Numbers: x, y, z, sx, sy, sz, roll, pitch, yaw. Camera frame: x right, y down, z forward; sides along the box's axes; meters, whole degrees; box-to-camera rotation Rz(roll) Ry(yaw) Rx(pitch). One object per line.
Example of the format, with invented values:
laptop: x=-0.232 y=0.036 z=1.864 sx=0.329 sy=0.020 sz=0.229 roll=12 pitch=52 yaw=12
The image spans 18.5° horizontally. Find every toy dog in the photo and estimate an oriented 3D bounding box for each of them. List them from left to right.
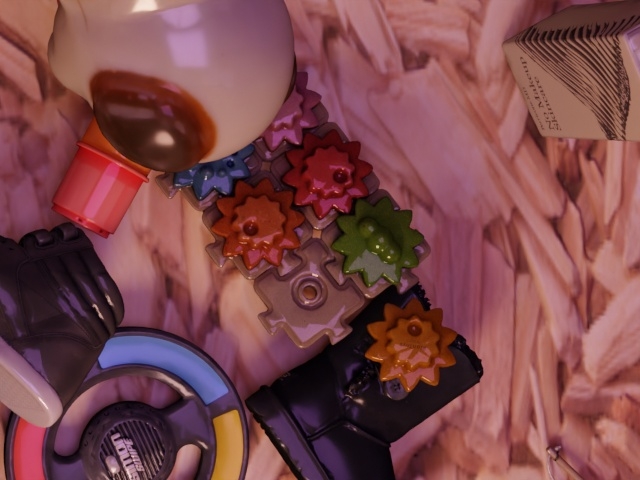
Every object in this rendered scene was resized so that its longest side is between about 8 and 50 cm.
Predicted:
toy dog: x=-0.103 y=-0.264 z=1.585 sx=0.395 sy=0.284 sz=0.408 roll=15 pitch=119 yaw=11

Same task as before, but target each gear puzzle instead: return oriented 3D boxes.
gear puzzle: x=0.000 y=0.000 z=1.798 sx=0.175 sy=0.044 sz=0.339 roll=-36 pitch=86 yaw=-13

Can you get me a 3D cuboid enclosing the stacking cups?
stacking cups: x=-0.137 y=-0.150 z=1.774 sx=0.096 sy=0.096 sz=0.316 roll=26 pitch=88 yaw=-18

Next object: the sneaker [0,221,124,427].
sneaker: x=-0.297 y=0.014 z=1.734 sx=0.296 sy=0.104 sz=0.147 roll=45 pitch=60 yaw=-3

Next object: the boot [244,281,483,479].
boot: x=0.075 y=0.184 z=1.860 sx=0.207 sy=0.094 sz=0.246 roll=-35 pitch=97 yaw=-9

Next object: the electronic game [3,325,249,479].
electronic game: x=-0.176 y=0.193 z=1.803 sx=0.229 sy=0.048 sz=0.229 roll=-1 pitch=95 yaw=-18

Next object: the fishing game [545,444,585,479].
fishing game: x=0.200 y=0.350 z=1.943 sx=0.264 sy=0.041 sz=0.189 roll=-44 pitch=103 yaw=-11

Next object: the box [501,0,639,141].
box: x=0.275 y=-0.157 z=1.808 sx=0.094 sy=0.275 sz=0.113 roll=-28 pitch=100 yaw=-14
